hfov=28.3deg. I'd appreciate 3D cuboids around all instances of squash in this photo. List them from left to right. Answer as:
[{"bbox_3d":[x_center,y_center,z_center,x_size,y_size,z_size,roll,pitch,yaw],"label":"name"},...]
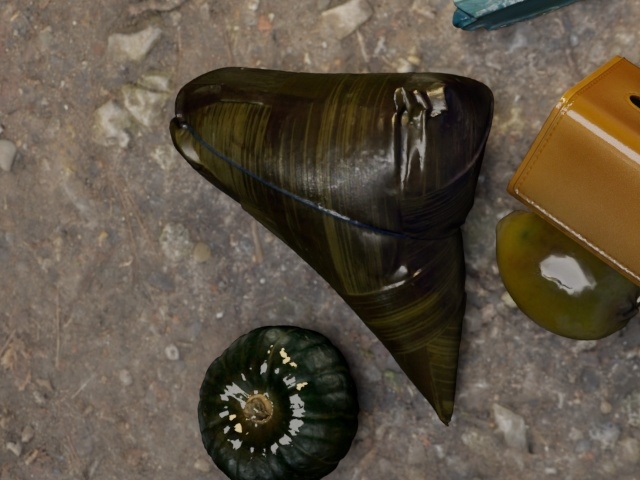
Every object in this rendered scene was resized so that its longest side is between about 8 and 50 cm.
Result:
[{"bbox_3d":[-0.054,0.212,1.605,0.218,0.172,0.218,-21,58,38],"label":"squash"}]

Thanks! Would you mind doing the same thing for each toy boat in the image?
[{"bbox_3d":[0.251,-0.327,1.521,0.215,0.088,0.102,-16,83,21],"label":"toy boat"}]

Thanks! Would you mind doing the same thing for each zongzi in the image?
[{"bbox_3d":[0.000,0.000,1.584,0.403,0.208,0.432,7,106,25],"label":"zongzi"}]

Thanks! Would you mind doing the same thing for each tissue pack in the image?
[{"bbox_3d":[0.380,-0.059,1.406,0.274,0.194,0.145,36,130,15],"label":"tissue pack"}]

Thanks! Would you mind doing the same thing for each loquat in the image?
[{"bbox_3d":[0.290,0.033,1.492,0.195,0.152,0.152,35,103,24],"label":"loquat"}]
